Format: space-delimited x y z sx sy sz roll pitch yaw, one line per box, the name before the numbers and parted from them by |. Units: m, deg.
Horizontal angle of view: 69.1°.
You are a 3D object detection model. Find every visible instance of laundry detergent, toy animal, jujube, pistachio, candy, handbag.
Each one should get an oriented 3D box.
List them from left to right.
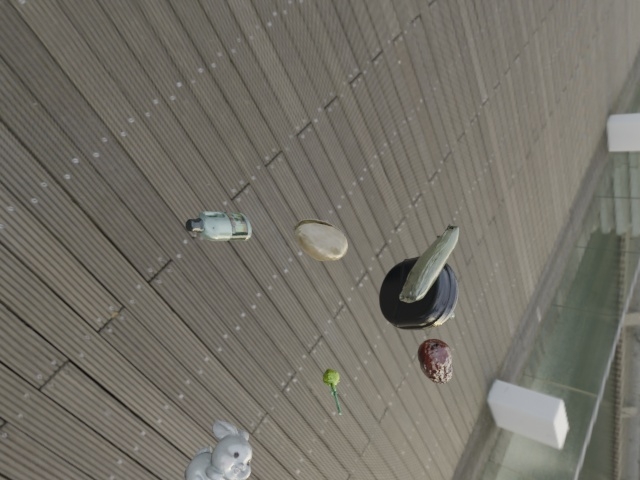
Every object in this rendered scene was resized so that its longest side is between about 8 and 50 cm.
laundry detergent | -0.313 -0.044 1.413 0.226 0.070 0.099 -1 65 -55
toy animal | -0.293 0.639 1.353 0.193 0.178 0.127 -48 123 -6
pistachio | 0.000 0.000 1.745 0.223 0.126 0.152 24 115 -17
candy | 0.064 0.705 2.163 0.073 0.262 0.077 36 106 -27
handbag | 0.319 0.172 1.556 0.093 0.308 0.253 19 69 -32
jujube | 0.266 0.280 1.070 0.077 0.077 0.129 -50 136 -30

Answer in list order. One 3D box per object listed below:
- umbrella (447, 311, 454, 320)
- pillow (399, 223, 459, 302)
umbrella | 0.475 0.241 1.801 0.062 0.143 0.067 -4 142 -24
pillow | 0.248 0.060 1.066 0.053 0.119 0.208 35 78 -1
